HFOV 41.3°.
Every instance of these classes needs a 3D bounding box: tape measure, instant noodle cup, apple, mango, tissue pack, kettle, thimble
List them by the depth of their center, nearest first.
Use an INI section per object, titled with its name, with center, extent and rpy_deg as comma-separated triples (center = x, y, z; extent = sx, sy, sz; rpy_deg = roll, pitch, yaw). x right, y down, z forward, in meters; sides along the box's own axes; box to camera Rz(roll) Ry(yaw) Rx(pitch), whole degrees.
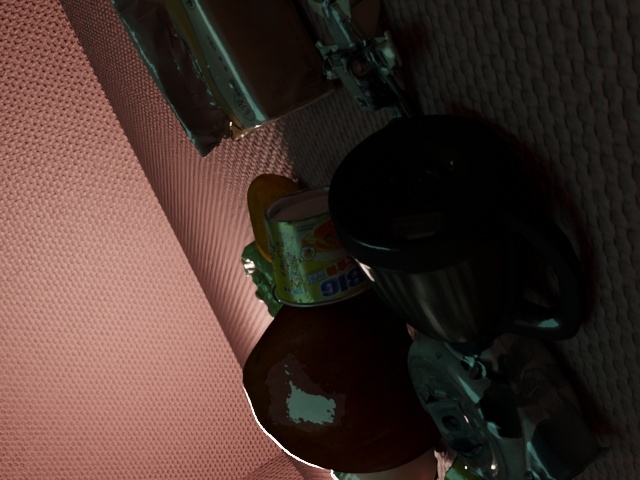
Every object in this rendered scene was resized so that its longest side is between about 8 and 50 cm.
[kettle]
center = 0.164, 0.012, 1.001
extent = 0.271, 0.251, 0.207
rpy_deg = 66, -166, -44
[tape measure]
center = 0.234, 0.215, 1.162
extent = 0.256, 0.147, 0.275
rpy_deg = 58, 163, 6
[tissue pack]
center = -0.158, -0.300, 1.279
extent = 0.305, 0.239, 0.238
rpy_deg = 62, 164, -9
[instant noodle cup]
center = 0.000, 0.000, 1.434
extent = 0.205, 0.205, 0.153
rpy_deg = 28, 135, 61
[apple]
center = 0.043, 0.246, 1.521
extent = 0.295, 0.365, 0.328
rpy_deg = 29, -132, -44
[mango]
center = -0.078, -0.041, 1.660
extent = 0.109, 0.147, 0.227
rpy_deg = 10, -146, -50
[thimble]
center = -0.062, 0.072, 1.794
extent = 0.219, 0.150, 0.219
rpy_deg = 51, 162, 24

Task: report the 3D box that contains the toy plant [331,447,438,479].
[toy plant]
center = 0.102, 0.361, 1.744
extent = 0.247, 0.247, 0.332
rpy_deg = 31, 141, 59

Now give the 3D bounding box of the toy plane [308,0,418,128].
[toy plane]
center = 0.067, -0.187, 1.045
extent = 0.262, 0.088, 0.192
rpy_deg = 64, 162, -19

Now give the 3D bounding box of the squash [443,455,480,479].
[squash]
center = 0.309, 0.450, 1.476
extent = 0.188, 0.095, 0.095
rpy_deg = 40, 156, 37
